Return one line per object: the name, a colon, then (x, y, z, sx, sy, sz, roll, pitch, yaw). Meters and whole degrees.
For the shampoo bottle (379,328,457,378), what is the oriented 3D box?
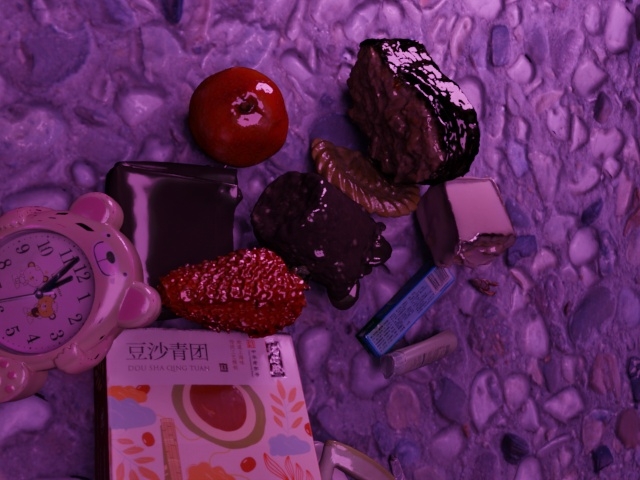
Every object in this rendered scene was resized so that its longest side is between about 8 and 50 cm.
shampoo bottle: (0.217, 0.246, 1.462, 0.212, 0.049, 0.072, -10, 132, -41)

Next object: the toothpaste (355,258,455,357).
toothpaste: (0.191, 0.145, 1.486, 0.267, 0.050, 0.065, -43, 107, -24)

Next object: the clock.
clock: (-0.434, 0.080, 1.066, 0.309, 0.114, 0.284, -25, 81, -5)

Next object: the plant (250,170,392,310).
plant: (0.000, 0.000, 1.324, 0.276, 0.188, 0.199, 45, 60, -38)

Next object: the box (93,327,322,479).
box: (-0.192, 0.344, 1.125, 0.344, 0.122, 0.385, 6, 50, -26)

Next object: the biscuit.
biscuit: (0.110, -0.122, 1.421, 0.273, 0.036, 0.187, 13, 44, -28)

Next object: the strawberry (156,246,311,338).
strawberry: (-0.131, 0.107, 1.156, 0.286, 0.188, 0.106, -3, 42, -27)

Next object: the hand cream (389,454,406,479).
hand cream: (0.170, 0.513, 1.464, 0.030, 0.019, 0.093, -23, 99, -26)

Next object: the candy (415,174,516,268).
candy: (0.315, -0.042, 1.495, 0.185, 0.137, 0.195, -3, 65, -31)

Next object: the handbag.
handbag: (-0.261, 0.000, 1.227, 0.257, 0.113, 0.285, -2, 87, -28)

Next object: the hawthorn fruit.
hawthorn fruit: (-0.147, -0.232, 1.245, 0.196, 0.225, 0.196, 0, 90, -15)

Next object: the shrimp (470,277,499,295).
shrimp: (0.396, 0.113, 1.608, 0.092, 0.029, 0.038, 9, 81, -31)

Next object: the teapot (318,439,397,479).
teapot: (0.027, 0.585, 1.268, 0.239, 0.239, 0.321, 28, 38, -23)

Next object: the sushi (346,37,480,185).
sushi: (0.182, -0.269, 1.405, 0.171, 0.211, 0.350, -16, 70, -27)

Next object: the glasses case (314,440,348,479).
glasses case: (0.017, 0.500, 1.366, 0.076, 0.049, 0.197, -32, 101, -25)
